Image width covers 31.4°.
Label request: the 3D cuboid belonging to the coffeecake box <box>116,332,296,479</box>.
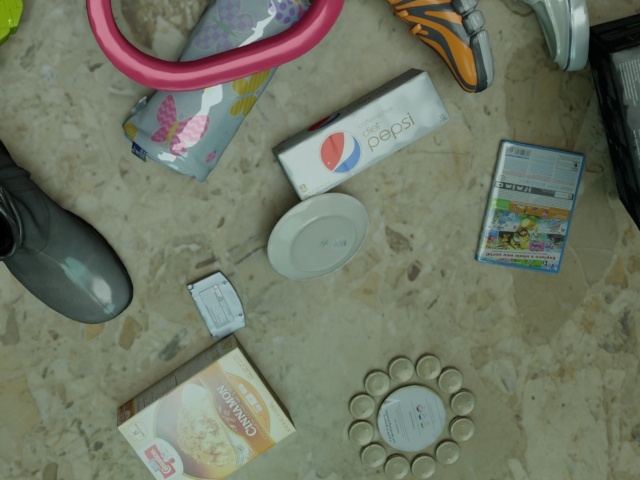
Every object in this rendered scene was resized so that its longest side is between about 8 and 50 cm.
[{"bbox_3d":[-0.150,0.235,1.488,0.185,0.068,0.142,-34,106,-1],"label":"coffeecake box"}]

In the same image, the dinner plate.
[{"bbox_3d":[0.000,0.000,1.455,0.141,0.017,0.141,-17,135,-17],"label":"dinner plate"}]

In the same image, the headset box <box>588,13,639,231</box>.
[{"bbox_3d":[0.424,-0.148,1.403,0.131,0.283,0.246,-14,103,9],"label":"headset box"}]

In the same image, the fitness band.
[{"bbox_3d":[-0.115,-0.280,1.255,0.291,0.054,0.209,-17,117,-3],"label":"fitness band"}]

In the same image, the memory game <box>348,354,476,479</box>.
[{"bbox_3d":[0.127,0.245,1.567,0.186,0.012,0.186,-2,103,-9],"label":"memory game"}]

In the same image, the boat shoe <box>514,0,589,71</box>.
[{"bbox_3d":[0.269,-0.338,1.425,0.088,0.096,0.267,-15,103,-2],"label":"boat shoe"}]

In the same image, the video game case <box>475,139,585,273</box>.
[{"bbox_3d":[0.282,-0.044,1.530,0.119,0.015,0.166,9,100,-12],"label":"video game case"}]

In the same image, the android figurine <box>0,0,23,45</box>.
[{"bbox_3d":[-0.439,-0.313,1.297,0.248,0.056,0.273,-16,93,-19],"label":"android figurine"}]

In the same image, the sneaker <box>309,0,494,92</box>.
[{"bbox_3d":[0.081,-0.303,1.397,0.180,0.124,0.321,-27,94,1],"label":"sneaker"}]

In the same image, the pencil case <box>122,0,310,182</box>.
[{"bbox_3d":[-0.125,-0.205,1.376,0.124,0.113,0.273,38,96,29],"label":"pencil case"}]

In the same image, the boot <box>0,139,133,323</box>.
[{"bbox_3d":[-0.355,-0.005,1.321,0.118,0.223,0.338,-45,105,1],"label":"boot"}]

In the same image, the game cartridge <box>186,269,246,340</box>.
[{"bbox_3d":[-0.133,0.083,1.486,0.056,0.017,0.083,-24,105,0],"label":"game cartridge"}]

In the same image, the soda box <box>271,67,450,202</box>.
[{"bbox_3d":[0.050,-0.135,1.443,0.216,0.069,0.074,-30,105,-3],"label":"soda box"}]
